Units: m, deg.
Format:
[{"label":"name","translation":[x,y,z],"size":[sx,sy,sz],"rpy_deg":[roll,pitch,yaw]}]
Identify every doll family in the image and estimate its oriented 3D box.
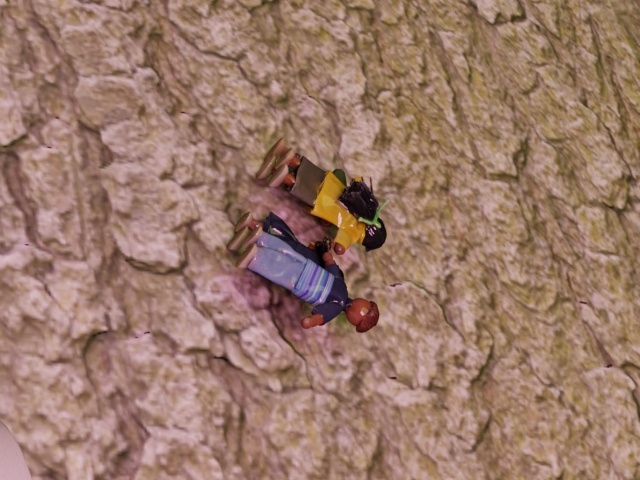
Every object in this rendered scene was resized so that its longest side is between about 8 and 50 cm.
[{"label":"doll family","translation":[0.000,0.000,1.132],"size":[0.111,0.076,0.193],"rpy_deg":[36,49,-16]}]

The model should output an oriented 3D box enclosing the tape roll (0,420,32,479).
[{"label":"tape roll","translation":[-0.248,0.188,0.677],"size":[0.169,0.246,0.246],"rpy_deg":[12,52,-30]}]
